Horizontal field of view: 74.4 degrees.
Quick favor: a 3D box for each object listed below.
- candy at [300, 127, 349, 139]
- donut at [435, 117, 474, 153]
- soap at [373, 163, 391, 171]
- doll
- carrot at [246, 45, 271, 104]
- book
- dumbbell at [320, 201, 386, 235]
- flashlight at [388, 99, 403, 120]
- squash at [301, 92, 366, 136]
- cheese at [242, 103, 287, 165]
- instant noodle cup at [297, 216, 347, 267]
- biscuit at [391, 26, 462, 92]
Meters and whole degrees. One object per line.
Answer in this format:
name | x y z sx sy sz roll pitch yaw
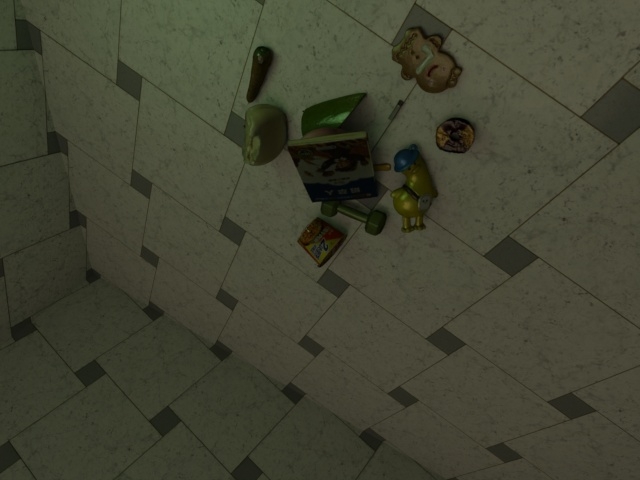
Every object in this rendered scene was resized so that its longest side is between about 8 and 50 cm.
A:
candy | 0.032 -0.350 1.709 0.256 0.094 0.255 0 157 0
donut | 0.491 -0.383 1.535 0.141 0.059 0.140 17 132 20
soap | 0.255 -0.307 1.776 0.089 0.012 0.034 3 127 30
doll | 0.378 -0.211 1.709 0.200 0.145 0.362 -11 116 -8
carrot | -0.270 -0.674 1.772 0.078 0.078 0.298 36 142 1
book | 0.064 -0.279 1.699 0.301 0.039 0.428 -5 155 11
dumbbell | 0.150 -0.123 1.924 0.302 0.121 0.108 24 105 15
flashlight | 0.286 -0.494 1.600 0.018 0.018 0.083 36 135 4
squash | 0.061 -0.460 1.706 0.289 0.111 0.203 -1 126 31
cheese | -0.254 -0.455 1.825 0.127 0.233 0.265 29 133 24
instant noodle cup | 0.000 0.000 2.060 0.174 0.213 0.213 40 136 9
biscuit | 0.363 -0.607 1.450 0.249 0.035 0.184 43 136 -6
